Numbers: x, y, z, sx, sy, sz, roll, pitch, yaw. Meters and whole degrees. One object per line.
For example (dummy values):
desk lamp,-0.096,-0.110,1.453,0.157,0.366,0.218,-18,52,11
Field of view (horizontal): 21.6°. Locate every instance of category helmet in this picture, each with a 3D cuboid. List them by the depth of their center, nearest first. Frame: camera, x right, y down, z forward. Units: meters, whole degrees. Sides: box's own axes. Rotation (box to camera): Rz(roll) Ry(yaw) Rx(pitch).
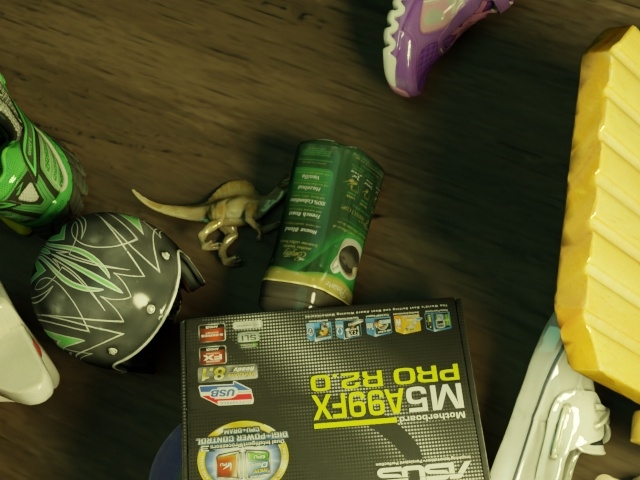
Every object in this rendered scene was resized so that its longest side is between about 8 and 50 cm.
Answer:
helmet,-0.206,0.050,1.669,0.169,0.161,0.169,-6,72,17

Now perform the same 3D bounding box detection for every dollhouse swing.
dollhouse swing,0.388,0.001,1.405,0.315,0.305,0.347,4,74,20

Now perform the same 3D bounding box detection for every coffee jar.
coffee jar,0.000,0.000,1.650,0.079,0.096,0.184,7,75,29

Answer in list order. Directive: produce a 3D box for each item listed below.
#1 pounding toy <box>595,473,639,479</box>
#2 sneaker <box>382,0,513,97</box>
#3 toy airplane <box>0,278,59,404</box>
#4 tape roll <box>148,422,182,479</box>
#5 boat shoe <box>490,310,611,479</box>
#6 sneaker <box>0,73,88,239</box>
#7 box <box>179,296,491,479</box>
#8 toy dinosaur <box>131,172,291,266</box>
pounding toy,0.357,0.264,1.409,0.236,0.183,0.110,5,86,23
sneaker,0.142,-0.248,1.686,0.104,0.095,0.236,22,81,16
toy airplane,-0.443,0.193,1.682,0.384,0.272,0.386,14,42,12
tape roll,-0.062,0.242,1.569,0.189,0.080,0.189,-7,49,9
boat shoe,0.220,0.170,1.524,0.088,0.096,0.268,20,82,19
sneaker,-0.395,-0.146,1.804,0.343,0.146,0.134,38,88,26
box,0.009,0.160,1.526,0.270,0.060,0.216,-4,47,0
toy dinosaur,-0.100,-0.023,1.727,0.183,0.053,0.093,-9,55,8
